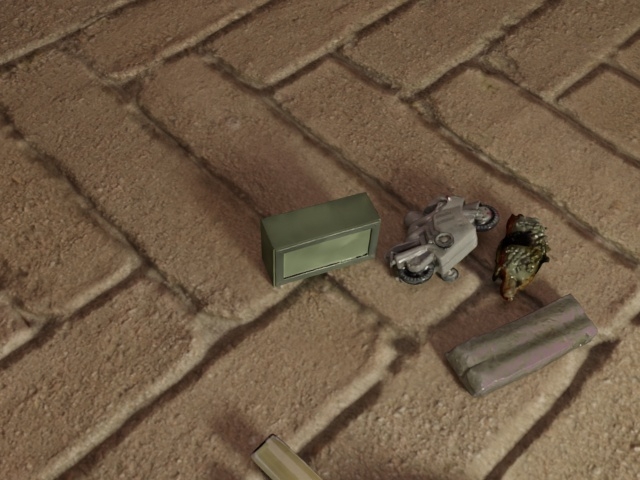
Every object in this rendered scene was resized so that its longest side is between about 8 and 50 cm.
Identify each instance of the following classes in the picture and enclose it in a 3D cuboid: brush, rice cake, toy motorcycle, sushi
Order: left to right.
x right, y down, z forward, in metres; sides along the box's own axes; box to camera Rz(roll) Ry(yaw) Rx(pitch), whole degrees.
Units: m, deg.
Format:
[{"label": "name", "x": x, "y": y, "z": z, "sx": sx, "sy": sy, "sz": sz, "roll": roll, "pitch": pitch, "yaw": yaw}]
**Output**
[{"label": "brush", "x": 0.015, "y": 0.450, "z": 1.312, "sx": 0.321, "sy": 0.050, "sz": 0.060, "roll": 40, "pitch": 57, "yaw": 16}, {"label": "toy motorcycle", "x": 0.237, "y": -0.012, "z": 1.649, "sx": 0.260, "sy": 0.110, "sz": 0.171, "roll": -37, "pitch": 46, "yaw": -19}, {"label": "sushi", "x": 0.414, "y": 0.029, "z": 1.622, "sx": 0.097, "sy": 0.103, "sz": 0.226, "roll": 26, "pitch": 56, "yaw": -4}, {"label": "rice cake", "x": 0.388, "y": 0.198, "z": 1.517, "sx": 0.298, "sy": 0.050, "sz": 0.106, "roll": -21, "pitch": 56, "yaw": -18}]

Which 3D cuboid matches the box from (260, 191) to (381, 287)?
[{"label": "box", "x": 0.000, "y": 0.000, "z": 1.602, "sx": 0.225, "sy": 0.129, "sz": 0.086, "roll": -16, "pitch": 54, "yaw": -14}]
